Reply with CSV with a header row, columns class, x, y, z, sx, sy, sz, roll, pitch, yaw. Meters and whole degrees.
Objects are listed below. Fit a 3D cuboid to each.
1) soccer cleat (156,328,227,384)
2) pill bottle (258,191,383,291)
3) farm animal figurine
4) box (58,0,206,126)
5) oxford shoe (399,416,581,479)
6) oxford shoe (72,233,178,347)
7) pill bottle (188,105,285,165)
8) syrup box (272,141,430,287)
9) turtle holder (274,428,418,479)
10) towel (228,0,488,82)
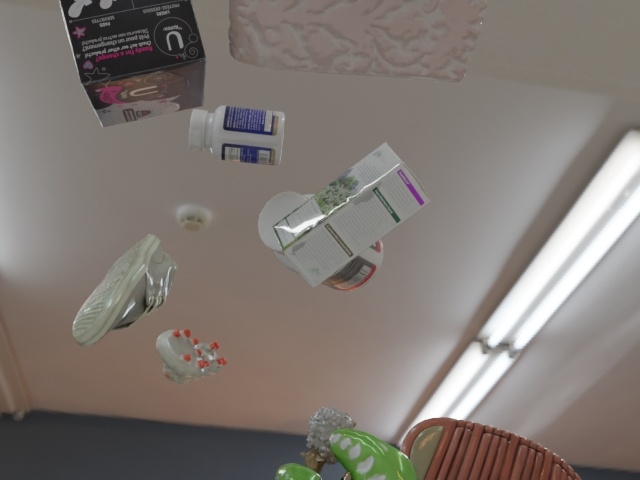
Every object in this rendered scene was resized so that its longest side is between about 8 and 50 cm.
class,x,y,z,sx,sy,sz,roll,pitch,yaw
soccer cleat,-0.189,0.168,1.095,0.076,0.068,0.196,-27,-16,3
pill bottle,0.000,0.000,1.776,0.176,0.176,0.318,-15,-22,25
farm animal figurine,0.056,0.507,1.411,0.330,0.327,0.172,29,17,33
box,-0.249,-0.256,1.083,0.163,0.142,0.247,-15,-3,-10
oxford shoe,0.241,0.325,0.862,0.397,0.140,0.146,33,-24,-4
oxford shoe,-0.392,0.112,1.681,0.169,0.449,0.130,-36,-77,12
pill bottle,-0.170,-0.216,1.626,0.186,0.112,0.112,6,-35,-5
syrup box,0.048,-0.042,1.285,0.237,0.093,0.096,-36,-59,5
turtle holder,0.037,0.267,0.430,0.320,0.227,0.243,-3,-49,48
towel,0.051,-0.325,0.938,0.317,0.053,0.332,3,-33,-4
